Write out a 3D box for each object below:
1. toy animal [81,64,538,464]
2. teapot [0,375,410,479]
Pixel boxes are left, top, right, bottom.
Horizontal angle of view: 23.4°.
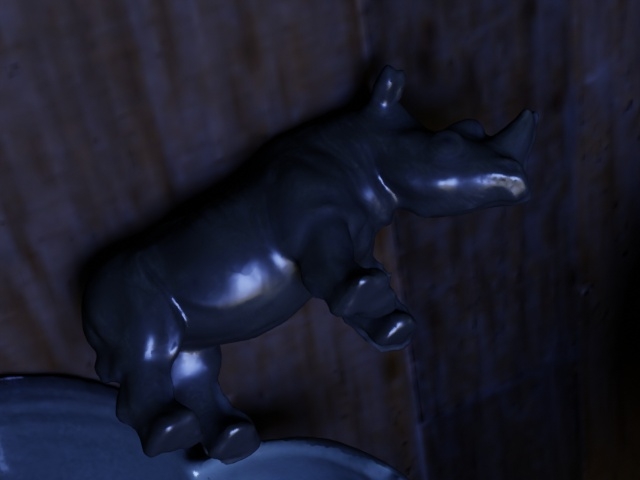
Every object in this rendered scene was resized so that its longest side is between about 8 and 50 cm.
[{"bbox_3d":[0.000,0.000,0.409,0.136,0.065,0.047,-33,152,-1],"label":"toy animal"},{"bbox_3d":[-0.069,0.138,0.414,0.239,0.149,0.162,-31,133,-6],"label":"teapot"}]
